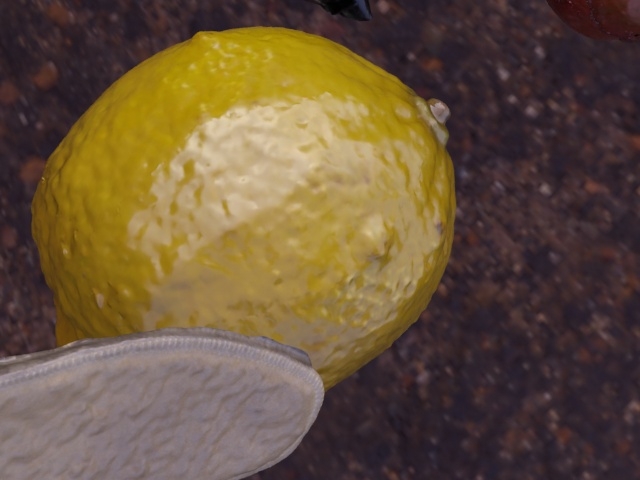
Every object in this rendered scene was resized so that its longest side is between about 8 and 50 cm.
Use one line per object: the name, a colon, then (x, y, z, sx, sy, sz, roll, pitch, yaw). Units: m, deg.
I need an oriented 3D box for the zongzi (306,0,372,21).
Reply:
zongzi: (-0.121, -0.327, 0.837, 0.383, 0.362, 0.319, 15, 154, -38)

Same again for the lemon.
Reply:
lemon: (-0.037, -0.011, 0.846, 0.231, 0.192, 0.192, -32, 125, 5)

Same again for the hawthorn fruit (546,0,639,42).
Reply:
hawthorn fruit: (0.203, -0.212, 1.097, 0.148, 0.148, 0.172, -25, 110, -9)

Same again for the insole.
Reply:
insole: (-0.093, 0.062, 0.504, 0.247, 0.011, 0.081, -2, 132, -42)
